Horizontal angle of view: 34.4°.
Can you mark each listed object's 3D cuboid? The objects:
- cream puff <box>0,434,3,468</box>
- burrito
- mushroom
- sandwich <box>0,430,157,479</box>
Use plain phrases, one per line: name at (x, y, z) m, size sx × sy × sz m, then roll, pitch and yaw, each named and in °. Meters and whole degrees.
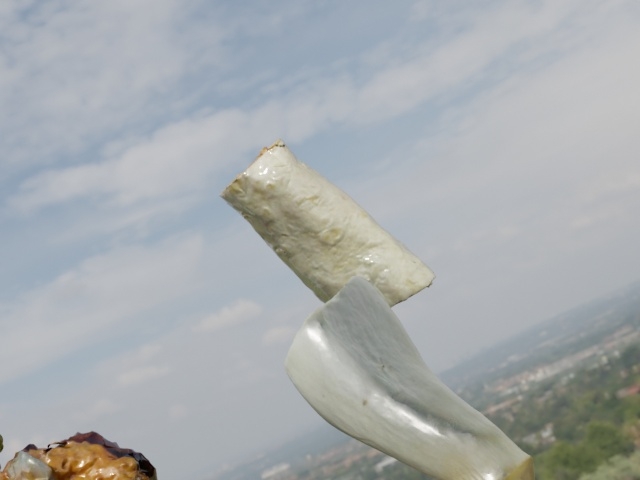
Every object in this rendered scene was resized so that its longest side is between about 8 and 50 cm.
cream puff at (-0.463, 0.190, 1.133) m, size 0.281 × 0.282 × 0.185 m, roll -27°, pitch 18°, yaw 23°
burrito at (0.003, -0.003, 1.414) m, size 0.143 × 0.299 × 0.105 m, roll -48°, pitch 0°, yaw 32°
mushroom at (0.104, 0.180, 1.130) m, size 0.159 × 0.328 × 0.122 m, roll -44°, pitch -24°, yaw -14°
sandwich at (-0.222, 0.330, 1.020) m, size 0.250 × 0.301 × 0.162 m, roll -20°, pitch 21°, yaw 23°
